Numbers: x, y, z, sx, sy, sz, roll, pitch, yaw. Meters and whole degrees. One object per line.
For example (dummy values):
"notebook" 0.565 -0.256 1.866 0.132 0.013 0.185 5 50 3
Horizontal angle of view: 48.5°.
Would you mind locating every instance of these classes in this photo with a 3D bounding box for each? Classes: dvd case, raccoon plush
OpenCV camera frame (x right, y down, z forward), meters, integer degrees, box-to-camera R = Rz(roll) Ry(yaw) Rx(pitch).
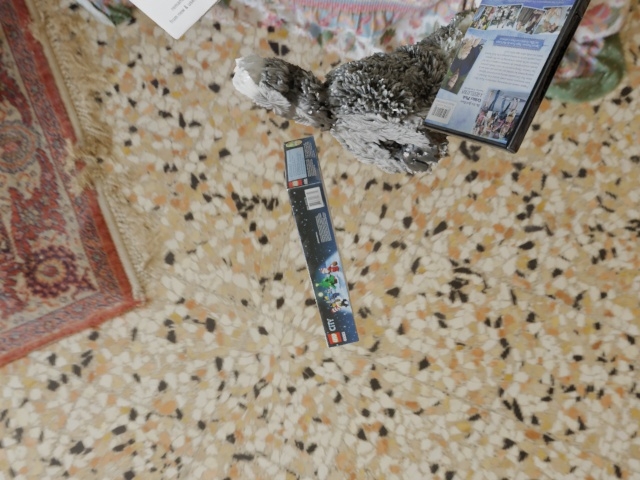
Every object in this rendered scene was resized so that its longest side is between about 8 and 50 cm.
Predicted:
"dvd case" 0.248 -0.248 0.940 0.022 0.180 0.253 22 96 -34
"raccoon plush" 0.107 -0.324 1.255 0.446 0.216 0.299 26 72 -17

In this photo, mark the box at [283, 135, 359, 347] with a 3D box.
"box" 0.000 0.000 0.932 0.044 0.159 0.233 -13 117 2

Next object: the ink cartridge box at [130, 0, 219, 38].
"ink cartridge box" -0.229 -0.488 0.829 0.395 0.166 0.286 38 56 -24
